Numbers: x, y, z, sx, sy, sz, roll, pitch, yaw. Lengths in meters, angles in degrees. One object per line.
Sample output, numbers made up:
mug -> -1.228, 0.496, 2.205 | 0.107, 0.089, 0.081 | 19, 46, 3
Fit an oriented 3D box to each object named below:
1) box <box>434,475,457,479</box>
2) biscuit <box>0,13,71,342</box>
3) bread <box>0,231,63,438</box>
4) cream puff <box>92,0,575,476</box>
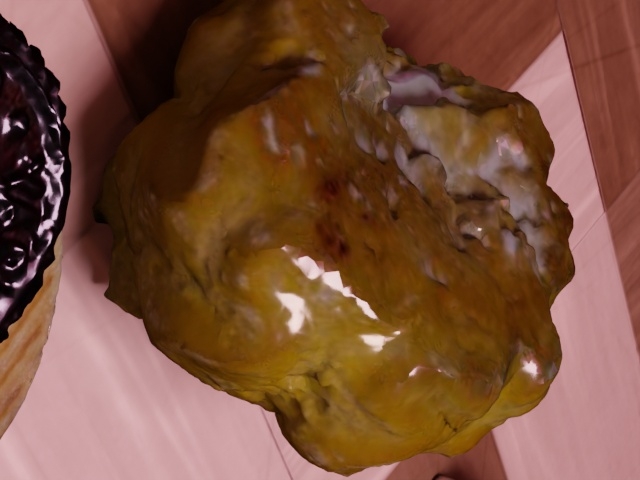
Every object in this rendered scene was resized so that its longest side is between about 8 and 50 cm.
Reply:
box -> 0.104, 0.217, 1.296 | 0.089, 0.062, 0.122 | -58, 142, -16
biscuit -> -0.180, -0.012, 0.775 | 0.194, 0.053, 0.194 | -25, 124, -43
bread -> -0.215, 0.018, 0.822 | 0.267, 0.040, 0.267 | -24, 123, -44
cream puff -> 0.001, -0.001, 0.995 | 0.282, 0.185, 0.282 | 25, 50, -33
